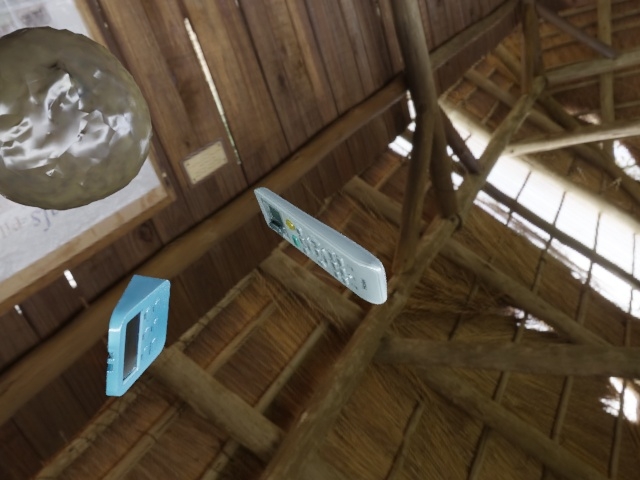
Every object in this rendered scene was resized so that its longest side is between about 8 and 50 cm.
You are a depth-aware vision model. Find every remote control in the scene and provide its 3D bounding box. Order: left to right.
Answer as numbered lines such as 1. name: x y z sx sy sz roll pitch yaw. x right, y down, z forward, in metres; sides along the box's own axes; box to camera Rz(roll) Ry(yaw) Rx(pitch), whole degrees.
1. remote control: -0.001 0.000 0.910 0.293 0.103 0.051 33 -115 33

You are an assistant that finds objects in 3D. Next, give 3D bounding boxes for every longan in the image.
1. longan: -0.568 -0.250 1.165 0.391 0.391 0.391 -15 -157 7

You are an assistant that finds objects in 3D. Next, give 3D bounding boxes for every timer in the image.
1. timer: -0.453 0.232 1.326 0.091 0.232 0.250 10 -158 -4
